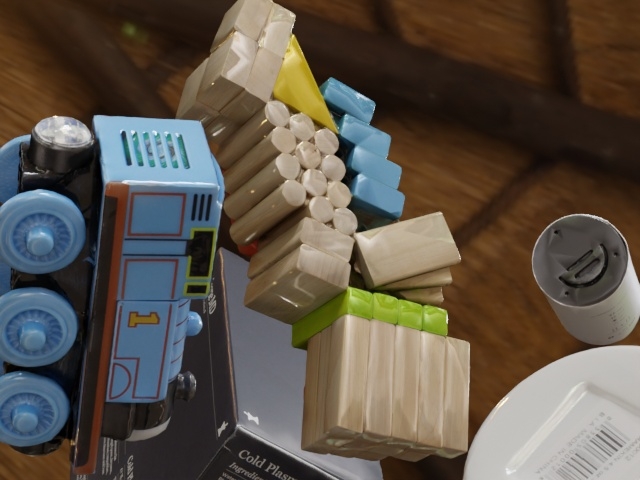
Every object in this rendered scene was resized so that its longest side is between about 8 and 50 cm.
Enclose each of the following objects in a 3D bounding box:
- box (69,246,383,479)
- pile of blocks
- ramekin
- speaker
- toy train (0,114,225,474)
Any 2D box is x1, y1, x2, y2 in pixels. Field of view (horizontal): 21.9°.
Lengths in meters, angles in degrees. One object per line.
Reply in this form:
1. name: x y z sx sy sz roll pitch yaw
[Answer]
1. box: -0.107 0.239 1.697 0.179 0.343 0.312 29 -67 -20
2. pile of blocks: 0.000 0.000 1.211 0.149 0.112 0.362 -11 -104 -34
3. ramekin: 0.262 0.225 1.479 0.277 0.277 0.135 -45 -53 -16
4. speaker: 0.160 0.025 0.977 0.055 0.055 0.136 -59 -19 -3
5. toy train: -0.105 0.026 0.779 0.105 0.080 0.184 3 -59 -13
